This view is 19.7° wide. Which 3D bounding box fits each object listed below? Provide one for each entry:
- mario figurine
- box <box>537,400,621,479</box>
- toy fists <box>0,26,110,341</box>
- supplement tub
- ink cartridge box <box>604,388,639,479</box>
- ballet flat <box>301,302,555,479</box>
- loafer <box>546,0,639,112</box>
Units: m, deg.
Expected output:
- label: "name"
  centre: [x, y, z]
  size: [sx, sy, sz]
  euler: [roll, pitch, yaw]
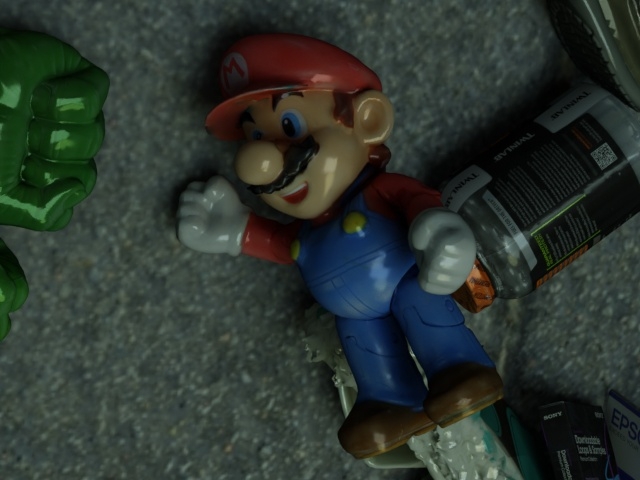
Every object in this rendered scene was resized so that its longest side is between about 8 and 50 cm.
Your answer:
- label: "mario figurine"
  centre: [0.000, 0.000, 1.342]
  size: [0.198, 0.170, 0.320]
  euler: [-25, 85, 1]
- label: "box"
  centre: [0.237, 0.221, 1.596]
  size: [0.029, 0.162, 0.116]
  euler: [-20, 166, 22]
- label: "toy fists"
  centre: [-0.248, -0.019, 1.300]
  size: [0.142, 0.096, 0.279]
  euler: [28, 95, -33]
- label: "supplement tub"
  centre: [0.173, -0.032, 1.493]
  size: [0.190, 0.117, 0.117]
  euler: [-35, 122, -10]
- label: "ink cartridge box"
  centre: [0.334, 0.328, 1.611]
  size: [0.072, 0.303, 0.307]
  euler: [0, 111, -28]
- label: "ballet flat"
  centre: [0.110, 0.176, 1.561]
  size: [0.147, 0.147, 0.409]
  euler: [-37, 119, -9]
- label: "loafer"
  centre: [0.224, -0.208, 1.458]
  size: [0.087, 0.094, 0.251]
  euler: [-36, 122, -5]
